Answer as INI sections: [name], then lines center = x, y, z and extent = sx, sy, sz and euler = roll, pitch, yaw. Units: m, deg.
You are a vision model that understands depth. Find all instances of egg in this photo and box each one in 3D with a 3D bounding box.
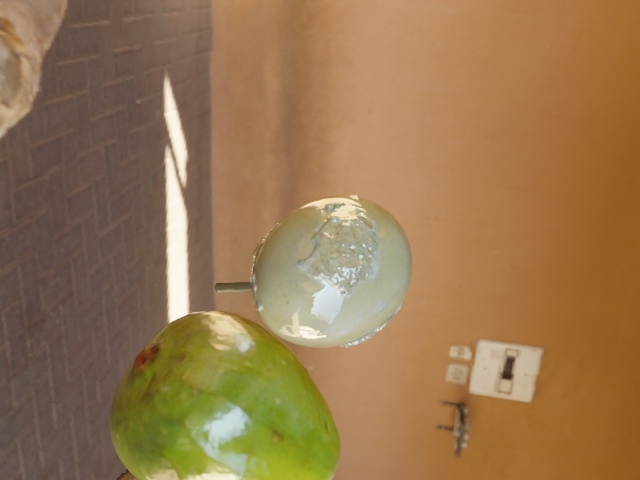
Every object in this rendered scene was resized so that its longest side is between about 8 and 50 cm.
[egg]
center = 0.014, 0.035, 0.768
extent = 0.201, 0.164, 0.164
euler = -29, 133, -46

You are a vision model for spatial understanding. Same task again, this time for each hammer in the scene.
[hammer]
center = -0.079, 0.066, 1.081
extent = 0.013, 0.198, 0.062
euler = -59, 135, -46

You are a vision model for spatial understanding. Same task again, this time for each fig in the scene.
[fig]
center = -0.117, 0.246, 0.997
extent = 0.258, 0.326, 0.258
euler = -48, -157, 28

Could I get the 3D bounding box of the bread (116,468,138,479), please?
[bread]
center = -0.208, 0.497, 1.149
extent = 0.337, 0.148, 0.328
euler = -44, -130, 30
